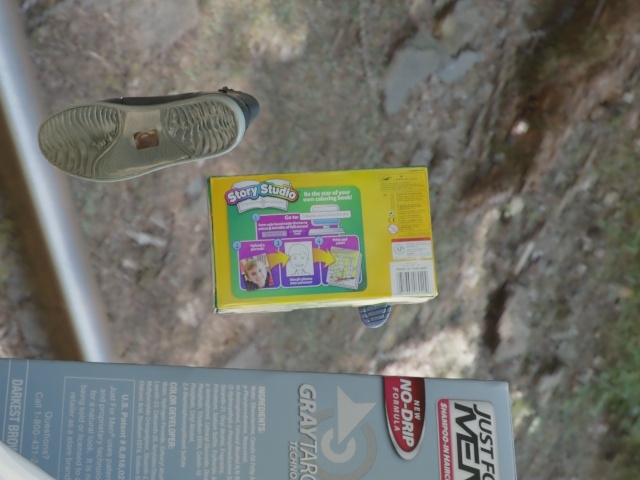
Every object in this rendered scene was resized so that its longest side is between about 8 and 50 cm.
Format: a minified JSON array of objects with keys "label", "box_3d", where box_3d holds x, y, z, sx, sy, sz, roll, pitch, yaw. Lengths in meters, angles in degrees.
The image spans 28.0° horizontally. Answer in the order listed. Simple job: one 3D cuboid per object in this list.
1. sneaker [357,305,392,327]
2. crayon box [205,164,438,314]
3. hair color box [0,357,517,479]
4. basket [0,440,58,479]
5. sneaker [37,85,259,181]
[{"label":"sneaker","box_3d":[0.064,0.050,1.776,0.053,0.144,0.059,-9,174,-12]},{"label":"crayon box","box_3d":[0.000,0.000,1.599,0.081,0.278,0.165,118,-31,-80]},{"label":"hair color box","box_3d":[-0.065,0.173,0.927,0.185,0.374,0.114,115,-24,-63]},{"label":"basket","box_3d":[-0.245,0.278,0.606,0.266,0.331,0.328,-45,-170,27]},{"label":"sneaker","box_3d":[-0.175,-0.113,1.340,0.118,0.222,0.083,-49,134,-75]}]
